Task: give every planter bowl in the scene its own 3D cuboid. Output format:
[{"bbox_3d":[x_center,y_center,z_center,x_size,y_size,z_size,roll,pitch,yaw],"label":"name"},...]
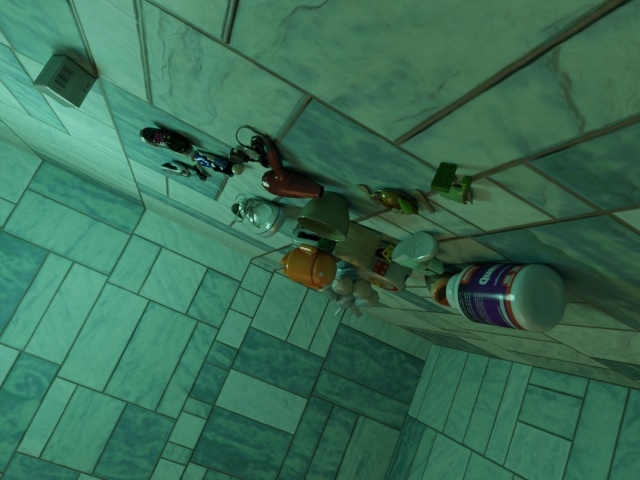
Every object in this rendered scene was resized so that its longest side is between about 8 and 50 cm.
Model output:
[{"bbox_3d":[0.023,-0.081,1.367,0.162,0.109,0.162,23,168,5],"label":"planter bowl"}]

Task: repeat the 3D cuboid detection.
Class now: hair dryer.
[{"bbox_3d":[-0.123,-0.189,1.251,0.293,0.080,0.223,27,166,-16],"label":"hair dryer"}]

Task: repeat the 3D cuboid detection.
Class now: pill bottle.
[{"bbox_3d":[0.517,0.157,1.300,0.181,0.182,0.323,28,166,-20],"label":"pill bottle"}]

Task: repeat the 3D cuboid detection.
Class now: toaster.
[{"bbox_3d":[0.000,0.000,1.699,0.227,0.129,0.146,13,162,33],"label":"toaster"}]

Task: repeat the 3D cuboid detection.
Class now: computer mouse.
[{"bbox_3d":[-0.529,-0.273,1.721,0.193,0.042,0.106,14,170,16],"label":"computer mouse"}]

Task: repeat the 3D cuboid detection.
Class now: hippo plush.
[{"bbox_3d":[0.139,0.152,1.846,0.234,0.237,0.294,-1,147,25],"label":"hippo plush"}]

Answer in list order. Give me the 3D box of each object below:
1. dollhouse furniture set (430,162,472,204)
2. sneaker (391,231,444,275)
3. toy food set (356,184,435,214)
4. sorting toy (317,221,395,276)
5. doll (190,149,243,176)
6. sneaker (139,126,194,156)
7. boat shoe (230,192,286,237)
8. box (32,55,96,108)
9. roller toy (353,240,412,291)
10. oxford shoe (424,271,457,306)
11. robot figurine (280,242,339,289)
[{"bbox_3d":[0.276,-0.100,0.955,0.076,0.059,0.152,17,166,28],"label":"dollhouse furniture set"},{"bbox_3d":[0.338,0.048,1.386,0.151,0.094,0.256,23,169,-9],"label":"sneaker"},{"bbox_3d":[0.191,-0.095,1.170,0.192,0.039,0.132,12,163,41],"label":"toy food set"},{"bbox_3d":[0.137,0.017,1.551,0.274,0.132,0.046,24,-166,8],"label":"sorting toy"},{"bbox_3d":[-0.334,-0.247,1.465,0.189,0.046,0.129,19,167,22],"label":"doll"},{"bbox_3d":[-0.481,-0.317,1.410,0.170,0.063,0.075,21,168,-13],"label":"sneaker"},{"bbox_3d":[-0.267,-0.114,1.741,0.156,0.136,0.367,34,173,-29],"label":"boat shoe"},{"bbox_3d":[-0.700,-0.432,1.229,0.087,0.101,0.102,15,165,34],"label":"box"},{"bbox_3d":[0.235,0.100,1.645,0.209,0.146,0.191,31,165,-27],"label":"roller toy"},{"bbox_3d":[0.530,0.180,1.599,0.363,0.130,0.133,22,-158,-25],"label":"oxford shoe"},{"bbox_3d":[-0.035,0.095,1.616,0.219,0.158,0.128,10,179,26],"label":"robot figurine"}]
